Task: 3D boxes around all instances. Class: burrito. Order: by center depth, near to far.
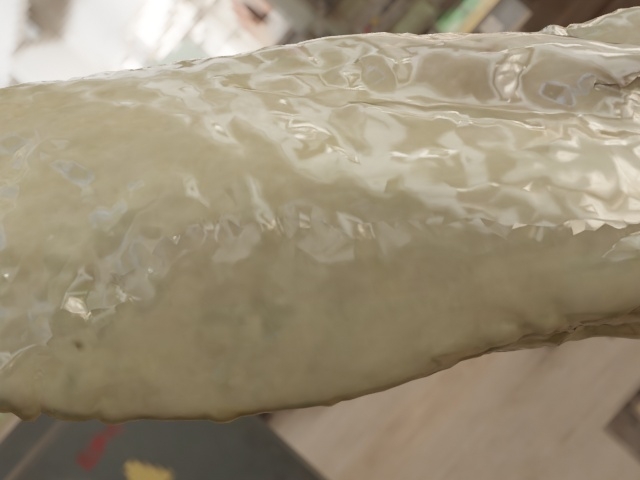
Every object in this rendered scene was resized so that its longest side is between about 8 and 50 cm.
[{"bbox_3d":[0.000,0.000,0.398,0.392,0.076,0.117,-8,23,-7],"label":"burrito"}]
